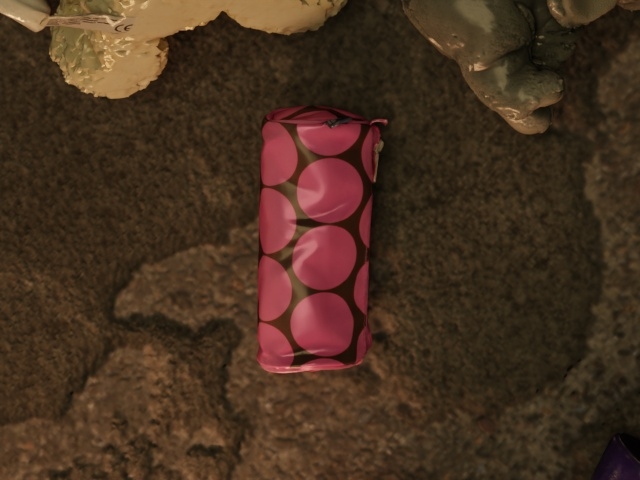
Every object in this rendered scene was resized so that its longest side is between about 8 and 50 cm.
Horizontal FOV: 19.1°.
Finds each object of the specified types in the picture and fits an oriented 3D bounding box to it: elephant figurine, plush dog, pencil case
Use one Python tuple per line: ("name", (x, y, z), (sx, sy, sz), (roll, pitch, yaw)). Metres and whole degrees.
("elephant figurine", (0.190, -0.209, 1.393), (0.239, 0.186, 0.169), (-41, 70, 13))
("plush dog", (-0.126, -0.265, 1.454), (0.262, 0.210, 0.225), (-19, 66, 13))
("pencil case", (0.000, 0.000, 1.494), (0.098, 0.095, 0.209), (1, 100, -8))

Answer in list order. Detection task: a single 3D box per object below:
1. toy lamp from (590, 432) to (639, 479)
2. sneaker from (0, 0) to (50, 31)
("toy lamp", (0.299, 0.116, 1.443), (0.080, 0.080, 0.274), (37, 102, 6))
("sneaker", (-0.282, -0.264, 1.536), (0.094, 0.080, 0.212), (-45, 84, 2))
